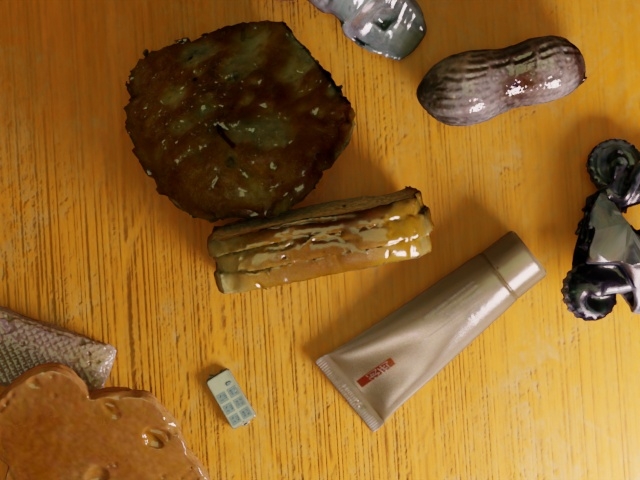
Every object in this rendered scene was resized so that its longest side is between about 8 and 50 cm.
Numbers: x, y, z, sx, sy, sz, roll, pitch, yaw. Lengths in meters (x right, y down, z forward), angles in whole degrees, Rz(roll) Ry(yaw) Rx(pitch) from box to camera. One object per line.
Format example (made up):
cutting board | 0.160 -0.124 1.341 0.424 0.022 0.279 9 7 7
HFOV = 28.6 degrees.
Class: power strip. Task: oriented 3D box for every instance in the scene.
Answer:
power strip | -0.130 0.230 1.822 0.040 0.016 0.090 -31 90 -1

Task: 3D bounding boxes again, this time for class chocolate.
chocolate | 0.260 -0.229 1.791 0.248 0.110 0.110 -17 89 2

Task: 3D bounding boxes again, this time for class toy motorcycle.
toy motorcycle | 0.437 -0.007 1.790 0.159 0.106 0.270 16 78 -4

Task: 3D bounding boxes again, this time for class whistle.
whistle | 0.011 -0.384 1.770 0.348 0.189 0.189 39 89 -10

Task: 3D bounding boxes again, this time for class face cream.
face cream | 0.167 0.122 1.802 0.341 0.084 0.137 -39 99 6

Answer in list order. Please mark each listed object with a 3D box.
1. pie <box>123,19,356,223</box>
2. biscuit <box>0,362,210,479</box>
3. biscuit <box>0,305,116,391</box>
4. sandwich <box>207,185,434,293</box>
pie | -0.117 -0.162 1.741 0.288 0.103 0.355 -36 58 -5
biscuit | -0.303 0.331 1.775 0.269 0.051 0.376 -37 103 10
biscuit | -0.418 0.163 1.801 0.239 0.062 0.108 19 87 -2
sandwich | 0.000 0.000 1.702 0.301 0.271 0.099 -11 97 0
